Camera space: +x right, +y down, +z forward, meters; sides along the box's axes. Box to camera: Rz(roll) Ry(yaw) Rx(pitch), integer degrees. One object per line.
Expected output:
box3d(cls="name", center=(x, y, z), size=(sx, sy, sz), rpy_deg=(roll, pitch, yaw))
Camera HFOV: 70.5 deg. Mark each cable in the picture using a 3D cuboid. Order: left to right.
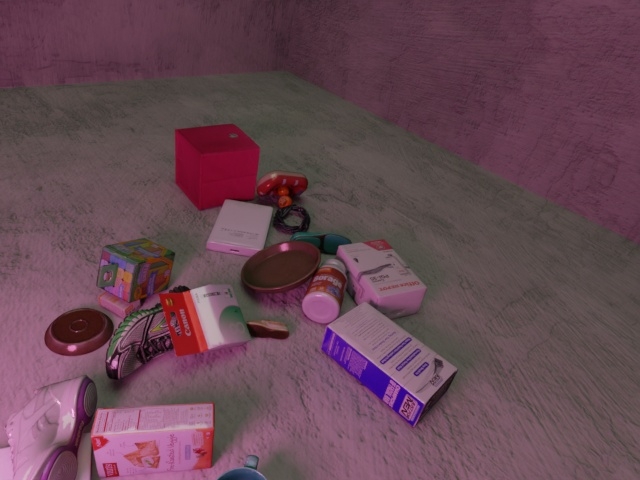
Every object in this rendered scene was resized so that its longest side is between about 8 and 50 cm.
box3d(cls="cable", center=(-0.117, -0.088, 1.862), size=(0.150, 0.047, 0.185), rpy_deg=(7, 38, 0))

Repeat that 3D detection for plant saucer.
box3d(cls="plant saucer", center=(-0.652, 0.239, 1.226), size=(0.168, 0.029, 0.169), rpy_deg=(9, 34, -6))
box3d(cls="plant saucer", center=(-0.129, 0.091, 1.517), size=(0.277, 0.041, 0.278), rpy_deg=(-12, 30, 7))

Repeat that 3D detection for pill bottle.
box3d(cls="pill bottle", center=(0.021, 0.156, 1.475), size=(0.121, 0.121, 0.216), rpy_deg=(15, 34, 4))

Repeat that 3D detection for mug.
box3d(cls="mug", center=(-0.153, 0.529, 0.900), size=(0.129, 0.098, 0.157), rpy_deg=(33, 38, 28))

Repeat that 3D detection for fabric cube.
box3d(cls="fabric cube", center=(-0.436, -0.316, 1.892), size=(0.258, 0.259, 0.254), rpy_deg=(-15, 44, -34))

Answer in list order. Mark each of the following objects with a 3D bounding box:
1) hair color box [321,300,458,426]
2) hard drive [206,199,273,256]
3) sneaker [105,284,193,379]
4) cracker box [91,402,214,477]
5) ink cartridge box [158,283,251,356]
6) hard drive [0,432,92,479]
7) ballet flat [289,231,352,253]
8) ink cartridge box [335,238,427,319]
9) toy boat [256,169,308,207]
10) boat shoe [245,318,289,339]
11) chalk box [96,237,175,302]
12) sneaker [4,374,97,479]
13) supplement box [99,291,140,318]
box3d(cls="hair color box", center=(0.189, 0.335, 1.283), size=(0.338, 0.110, 0.185), rpy_deg=(33, 38, 31))
box3d(cls="hard drive", center=(-0.302, -0.053, 1.747), size=(0.202, 0.040, 0.308), rpy_deg=(10, 34, -4))
box3d(cls="sneaker", center=(-0.416, 0.243, 1.199), size=(0.146, 0.134, 0.343), rpy_deg=(25, 35, 17))
box3d(cls="cracker box", center=(-0.343, 0.418, 0.949), size=(0.232, 0.156, 0.067), rpy_deg=(2, 36, -14))
box3d(cls="ink cartridge box", center=(-0.308, 0.208, 1.228), size=(0.224, 0.056, 0.181), rpy_deg=(8, 52, -56))
box3d(cls="hard drive", center=(-0.541, 0.526, 0.831), size=(0.210, 0.040, 0.319), rpy_deg=(-3, 37, -22))
box3d(cls="ballet flat", center=(0.000, 0.000, 1.736), size=(0.247, 0.083, 0.087), rpy_deg=(2, 21, -18))
box3d(cls="ink cartridge box", center=(0.201, 0.131, 1.571), size=(0.207, 0.117, 0.283), rpy_deg=(-7, 38, -27))
box3d(cls="toy boat", center=(-0.161, -0.207, 1.948), size=(0.230, 0.151, 0.151), rpy_deg=(0, 70, -35))
box3d(cls="boat shoe", center=(-0.160, 0.258, 1.339), size=(0.135, 0.050, 0.045), rpy_deg=(15, 29, -14))
box3d(cls="chalk box", center=(-0.555, 0.088, 1.328), size=(0.132, 0.133, 0.213), rpy_deg=(23, 17, 16))
box3d(cls="sneaker", center=(-0.552, 0.408, 0.889), size=(0.152, 0.114, 0.305), rpy_deg=(-6, 32, -3))
box3d(cls="supplement box", center=(-0.585, 0.180, 1.323), size=(0.098, 0.036, 0.062), rpy_deg=(23, 34, 17))
